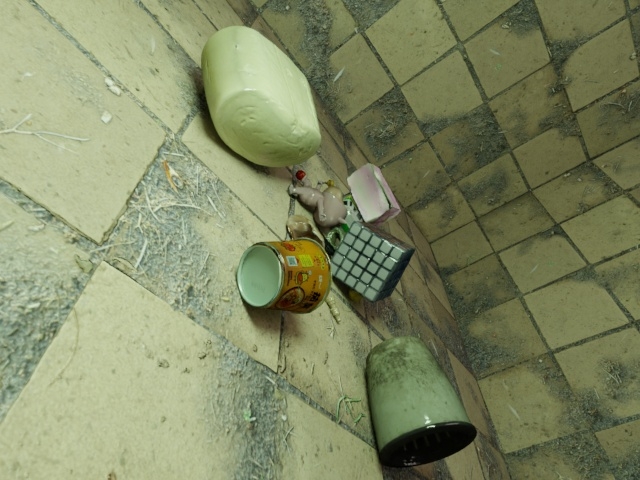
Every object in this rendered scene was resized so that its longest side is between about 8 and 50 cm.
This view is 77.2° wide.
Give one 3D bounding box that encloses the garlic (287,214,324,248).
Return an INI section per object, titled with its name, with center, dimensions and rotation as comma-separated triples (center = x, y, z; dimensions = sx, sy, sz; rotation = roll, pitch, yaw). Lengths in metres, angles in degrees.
[garlic]
center = -0.051, -0.016, 1.453
dimensions = 0.174, 0.099, 0.124
rotation = 55, 3, -23

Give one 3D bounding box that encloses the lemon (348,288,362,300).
[lemon]
center = 0.142, 0.212, 1.607
dimensions = 0.083, 0.062, 0.062
rotation = 54, 18, -53

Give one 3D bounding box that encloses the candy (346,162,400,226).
[candy]
center = 0.236, -0.209, 1.833
dimensions = 0.116, 0.156, 0.264
rotation = 8, 53, -55

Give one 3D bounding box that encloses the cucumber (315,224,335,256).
[cucumber]
center = 0.000, 0.000, 1.588
dimensions = 0.181, 0.053, 0.053
rotation = 52, 23, -25

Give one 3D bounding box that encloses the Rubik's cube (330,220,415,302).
[Rubik's cube]
center = 0.202, 0.080, 1.575
dimensions = 0.238, 0.236, 0.237
rotation = 32, 11, 21

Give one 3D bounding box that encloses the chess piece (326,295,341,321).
[chess piece]
center = 0.050, 0.242, 1.408
dimensions = 0.035, 0.035, 0.092
rotation = -3, 69, -66

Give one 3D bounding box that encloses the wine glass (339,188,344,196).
[wine glass]
center = 0.110, -0.232, 2.141
dimensions = 0.083, 0.039, 0.042
rotation = 55, 20, -24

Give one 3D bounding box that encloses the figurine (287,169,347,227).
[figurine]
center = 0.003, -0.176, 1.666
dimensions = 0.288, 0.186, 0.176
rotation = 37, -2, -11

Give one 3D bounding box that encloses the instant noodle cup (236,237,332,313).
[instant noodle cup]
center = -0.102, 0.092, 1.056
dimensions = 0.172, 0.216, 0.215
rotation = 8, 54, -52

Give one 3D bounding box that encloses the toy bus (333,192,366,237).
[toy bus]
center = 0.153, -0.052, 1.860
dimensions = 0.305, 0.143, 0.179
rotation = 57, 23, -9

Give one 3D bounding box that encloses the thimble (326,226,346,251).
[thimble]
center = 0.074, 0.002, 1.693
dimensions = 0.062, 0.085, 0.109
rotation = 29, 41, -52

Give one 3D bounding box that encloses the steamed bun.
[steamed bun]
center = -0.213, -0.457, 1.392
dimensions = 0.456, 0.290, 0.370
rotation = 23, 47, -53

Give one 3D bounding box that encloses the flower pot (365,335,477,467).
[flower pot]
center = 0.284, 0.502, 1.280
dimensions = 0.294, 0.294, 0.330
rotation = 42, 20, -38
